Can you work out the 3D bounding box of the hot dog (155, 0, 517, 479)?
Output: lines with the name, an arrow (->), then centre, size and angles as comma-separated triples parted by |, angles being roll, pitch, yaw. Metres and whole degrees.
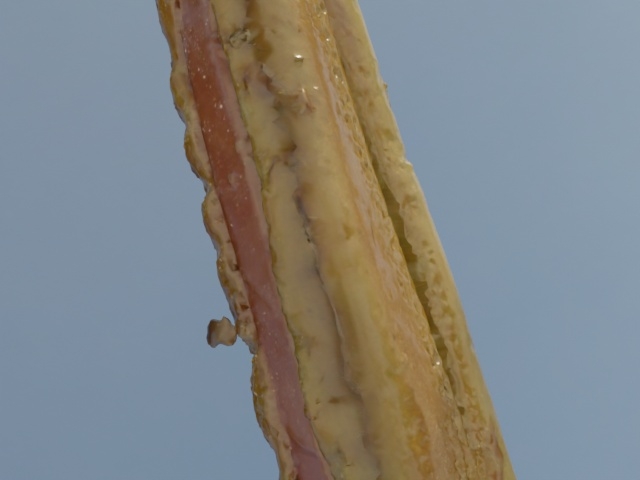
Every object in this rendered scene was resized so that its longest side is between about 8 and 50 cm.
hot dog -> 0.004, -0.001, 0.571 | 0.088, 0.061, 0.285 | 0, -108, -42
